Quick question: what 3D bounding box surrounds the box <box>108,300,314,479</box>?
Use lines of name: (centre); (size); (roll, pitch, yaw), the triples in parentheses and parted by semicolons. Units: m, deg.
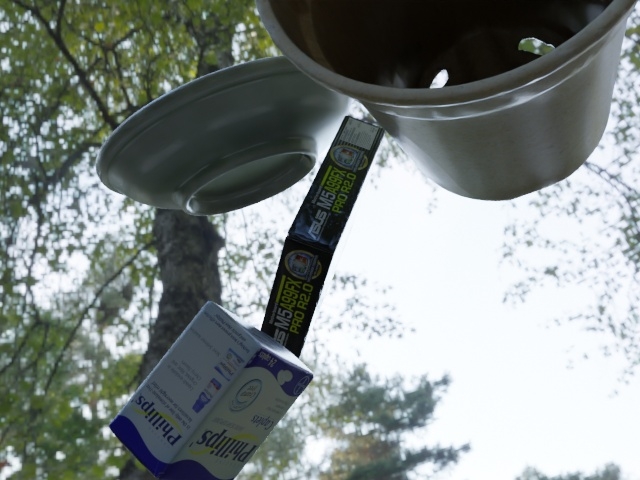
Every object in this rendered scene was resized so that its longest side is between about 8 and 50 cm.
box: (-0.090, 0.140, 0.734); (0.137, 0.072, 0.126); (-51, -29, -3)

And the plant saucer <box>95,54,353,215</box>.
plant saucer: (-0.117, -0.124, 1.219); (0.400, 0.101, 0.400); (-22, -12, -5)

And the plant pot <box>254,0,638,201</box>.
plant pot: (0.150, -0.196, 0.779); (0.333, 0.334, 0.305); (-25, -29, 10)

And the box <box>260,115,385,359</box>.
box: (0.000, 0.000, 1.068); (0.060, 0.270, 0.216); (21, -48, 3)
